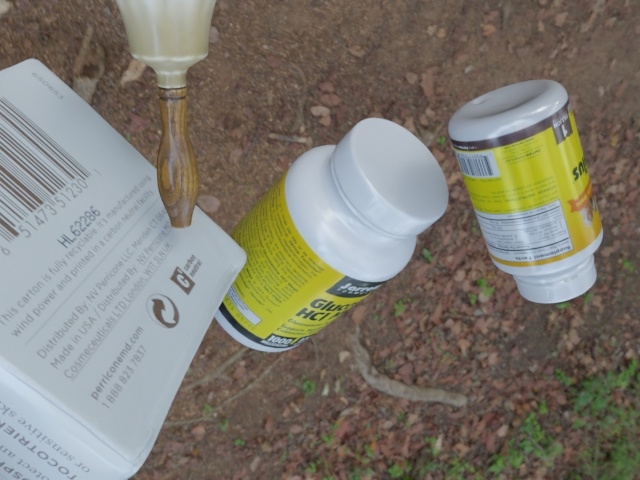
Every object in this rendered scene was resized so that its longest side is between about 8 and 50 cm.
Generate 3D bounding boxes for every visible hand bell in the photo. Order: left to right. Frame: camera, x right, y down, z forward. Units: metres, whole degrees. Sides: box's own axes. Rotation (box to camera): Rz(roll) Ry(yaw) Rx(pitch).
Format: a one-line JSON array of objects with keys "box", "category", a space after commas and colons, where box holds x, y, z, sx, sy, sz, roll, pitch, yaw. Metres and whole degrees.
[{"box": [-0.132, -0.126, 0.582, 0.126, 0.126, 0.242, -11, 117, -24], "category": "hand bell"}]

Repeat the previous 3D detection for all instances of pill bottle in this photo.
[{"box": [0.000, 0.000, 0.826, 0.188, 0.188, 0.334, 9, 145, -34], "category": "pill bottle"}, {"box": [0.217, -0.046, 0.660, 0.117, 0.117, 0.215, -29, 112, -11], "category": "pill bottle"}]

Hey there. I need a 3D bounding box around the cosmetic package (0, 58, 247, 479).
[{"box": [-0.352, 0.093, 0.669, 0.327, 0.329, 0.393, 44, 119, -15], "category": "cosmetic package"}]
